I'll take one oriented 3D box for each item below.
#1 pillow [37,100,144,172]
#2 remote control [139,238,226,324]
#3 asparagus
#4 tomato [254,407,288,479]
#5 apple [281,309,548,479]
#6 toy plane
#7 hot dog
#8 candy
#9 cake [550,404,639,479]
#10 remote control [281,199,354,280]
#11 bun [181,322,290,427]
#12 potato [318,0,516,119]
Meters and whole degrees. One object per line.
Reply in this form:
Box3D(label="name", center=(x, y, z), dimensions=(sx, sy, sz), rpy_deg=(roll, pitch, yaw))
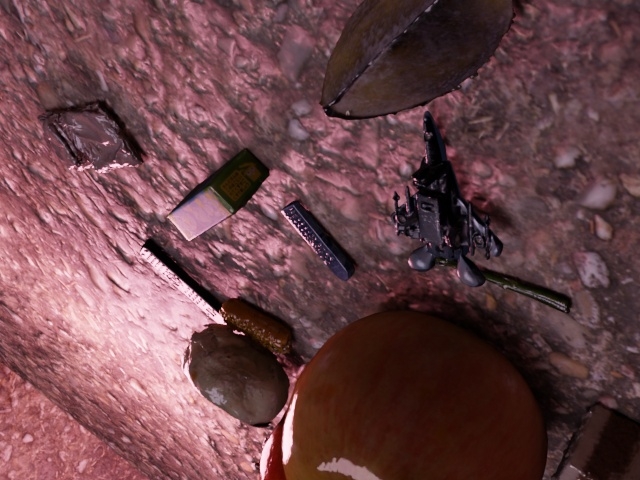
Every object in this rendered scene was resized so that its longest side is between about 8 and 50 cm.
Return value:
Box3D(label="pillow", center=(-0.425, -0.179, 1.675), dimensions=(0.248, 0.049, 0.135), rpy_deg=(0, 128, 45))
Box3D(label="remote control", center=(-0.272, 0.092, 1.889), dimensions=(0.245, 0.025, 0.063), rpy_deg=(43, 151, -6))
Box3D(label="asparagus", center=(0.231, 0.051, 1.268), dimensions=(0.233, 0.022, 0.023), rpy_deg=(20, -171, 27))
Box3D(label="tomato", center=(0.019, 0.477, 1.837), dimensions=(0.290, 0.293, 0.325), rpy_deg=(13, 138, 16))
Box3D(label="apple", center=(0.132, 0.301, 1.397), dimensions=(0.391, 0.346, 0.391), rpy_deg=(26, 142, 23))
Box3D(label="toy plane", center=(0.147, -0.051, 1.167), dimensions=(0.169, 0.078, 0.246), rpy_deg=(18, 144, 35))
Box3D(label="hot dog", center=(-0.126, 0.164, 1.801), dimensions=(0.165, 0.045, 0.071), rpy_deg=(26, 149, 23))
Box3D(label="candy", center=(-0.165, -0.069, 1.477), dimensions=(0.062, 0.097, 0.194), rpy_deg=(45, 150, -12))
Box3D(label="cake", center=(0.418, 0.338, 1.331), dimensions=(0.147, 0.134, 0.135), rpy_deg=(25, 146, 13))
Box3D(label="remote control", center=(-0.001, 0.001, 1.459), dimensions=(0.152, 0.027, 0.043), rpy_deg=(49, 155, -12))
Box3D(label="bun", center=(-0.162, 0.257, 1.849), dimensions=(0.239, 0.141, 0.239), rpy_deg=(37, -178, -2))
Box3D(label="potato", center=(0.110, -0.228, 0.989), dimensions=(0.120, 0.100, 0.261), rpy_deg=(12, 148, -33))
